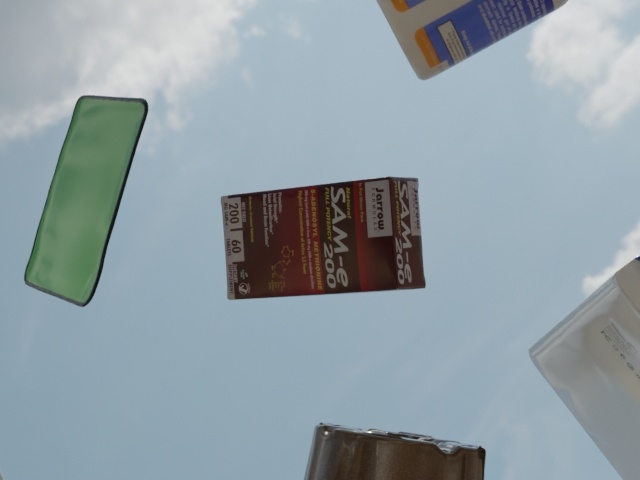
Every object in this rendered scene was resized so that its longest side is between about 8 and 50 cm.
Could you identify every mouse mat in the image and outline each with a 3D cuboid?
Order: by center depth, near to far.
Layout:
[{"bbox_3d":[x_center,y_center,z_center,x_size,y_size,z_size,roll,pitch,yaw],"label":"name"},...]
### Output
[{"bbox_3d":[-0.215,-0.040,1.089,0.007,0.152,0.190,17,-93,-36],"label":"mouse mat"}]

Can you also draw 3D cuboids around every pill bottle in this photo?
[{"bbox_3d":[0.203,-0.317,1.429,0.272,0.152,0.152,-28,-36,8],"label":"pill bottle"}]

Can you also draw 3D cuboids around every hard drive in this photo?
[{"bbox_3d":[0.315,0.149,1.171,0.040,0.210,0.319,-34,-12,-13],"label":"hard drive"}]

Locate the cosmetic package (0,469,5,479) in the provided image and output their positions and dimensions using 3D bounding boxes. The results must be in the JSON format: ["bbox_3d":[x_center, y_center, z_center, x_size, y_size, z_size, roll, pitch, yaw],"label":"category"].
[{"bbox_3d":[-0.249,0.111,0.454,0.156,0.385,0.217,-18,4,45],"label":"cosmetic package"}]

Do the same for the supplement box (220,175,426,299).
[{"bbox_3d":[0.000,0.000,1.409,0.239,0.130,0.073,-6,-2,33],"label":"supplement box"}]

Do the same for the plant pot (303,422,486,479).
[{"bbox_3d":[0.047,0.219,0.853,0.166,0.165,0.167,8,-7,1],"label":"plant pot"}]
